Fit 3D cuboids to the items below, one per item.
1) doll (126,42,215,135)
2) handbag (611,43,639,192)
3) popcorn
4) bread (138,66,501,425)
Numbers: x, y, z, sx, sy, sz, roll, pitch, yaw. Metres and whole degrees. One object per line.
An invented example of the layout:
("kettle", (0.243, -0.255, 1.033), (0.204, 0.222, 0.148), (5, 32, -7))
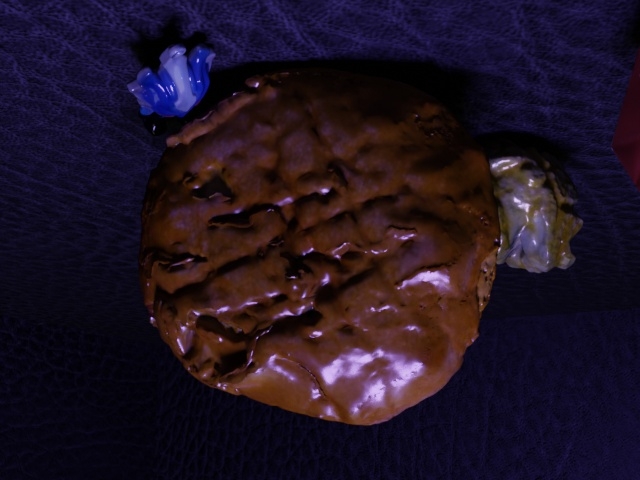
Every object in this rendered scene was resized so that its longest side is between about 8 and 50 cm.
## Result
("doll", (-0.155, -0.162, 0.880), (0.096, 0.070, 0.195), (-28, 175, -16))
("handbag", (0.363, -0.155, 0.679), (0.171, 0.151, 0.298), (-2, 130, -4))
("popcorn", (0.245, -0.042, 1.130), (0.187, 0.167, 0.185), (9, 168, -17))
("bread", (0.000, 0.000, 0.930), (0.398, 0.398, 0.215), (-4, 173, 14))
